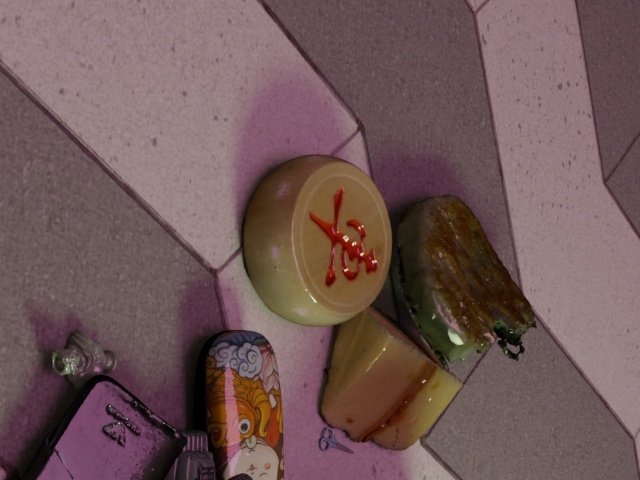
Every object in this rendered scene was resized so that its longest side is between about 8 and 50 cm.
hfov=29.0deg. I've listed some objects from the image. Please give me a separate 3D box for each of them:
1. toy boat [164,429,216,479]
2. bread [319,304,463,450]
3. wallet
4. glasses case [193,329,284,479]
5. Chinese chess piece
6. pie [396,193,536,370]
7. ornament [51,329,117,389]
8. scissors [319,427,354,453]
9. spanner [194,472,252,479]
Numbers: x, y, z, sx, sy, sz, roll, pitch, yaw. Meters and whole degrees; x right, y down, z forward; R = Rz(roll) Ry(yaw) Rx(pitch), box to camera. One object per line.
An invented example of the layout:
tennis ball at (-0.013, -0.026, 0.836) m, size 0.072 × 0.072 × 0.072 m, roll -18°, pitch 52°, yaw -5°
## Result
toy boat at (-0.173, 0.373, 1.576) m, size 0.078 × 0.085 × 0.260 m, roll 9°, pitch 82°, yaw -49°
bread at (0.084, 0.215, 1.930) m, size 0.178 × 0.135 × 0.240 m, roll -51°, pitch 134°, yaw 5°
wallet at (-0.288, 0.324, 1.453) m, size 0.172 × 0.045 × 0.318 m, roll 47°, pitch 62°, yaw -33°
glasses case at (-0.109, 0.280, 1.658) m, size 0.122 × 0.082 × 0.321 m, roll 0°, pitch 88°, yaw -53°
Chinese chess piece at (0.000, 0.000, 1.789) m, size 0.251 × 0.097 × 0.250 m, roll 5°, pitch 84°, yaw -49°
pie at (0.229, 0.064, 2.006) m, size 0.371 × 0.078 × 0.296 m, roll 0°, pitch 67°, yaw -58°
ornament at (-0.288, 0.145, 1.490) m, size 0.092 × 0.041 × 0.068 m, roll -36°, pitch 121°, yaw -55°
scissors at (0.026, 0.310, 1.872) m, size 0.083 × 0.006 × 0.036 m, roll 35°, pitch 64°, yaw -43°
spanner at (-0.202, 0.383, 1.489) m, size 0.325 × 0.026 × 0.093 m, roll -38°, pitch 124°, yaw -30°
